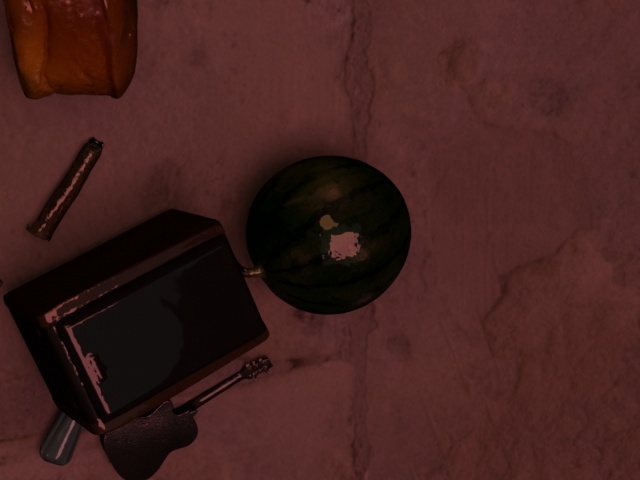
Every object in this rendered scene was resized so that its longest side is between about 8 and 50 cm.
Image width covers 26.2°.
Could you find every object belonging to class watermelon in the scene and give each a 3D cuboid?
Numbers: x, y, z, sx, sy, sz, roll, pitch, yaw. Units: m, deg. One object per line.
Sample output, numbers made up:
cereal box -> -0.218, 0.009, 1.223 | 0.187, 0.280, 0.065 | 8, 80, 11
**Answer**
watermelon -> 0.000, 0.000, 1.603 | 0.215, 0.188, 0.188 | -33, 115, -18

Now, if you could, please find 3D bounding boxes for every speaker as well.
speaker -> -0.202, 0.084, 1.532 | 0.231, 0.192, 0.153 | -29, 107, -20

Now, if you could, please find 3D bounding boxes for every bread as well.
bread -> -0.264, -0.272, 1.418 | 0.143, 0.195, 0.269 | -11, 114, -11

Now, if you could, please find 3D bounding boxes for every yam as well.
yam -> -0.288, -0.060, 1.563 | 0.033, 0.027, 0.129 | 30, 93, -27

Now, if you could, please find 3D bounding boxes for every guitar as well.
guitar -> -0.160, 0.210, 1.696 | 0.233, 0.025, 0.088 | -30, 113, -10

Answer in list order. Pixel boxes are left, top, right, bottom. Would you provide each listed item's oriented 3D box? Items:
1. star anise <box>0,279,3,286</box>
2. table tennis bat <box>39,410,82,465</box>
star anise -> -0.479, 0.084, 1.502 | 0.262, 0.081, 0.230 | -15, 111, -29
table tennis bat -> -0.271, 0.157, 1.633 | 0.149, 0.038, 0.237 | 24, 93, -26
